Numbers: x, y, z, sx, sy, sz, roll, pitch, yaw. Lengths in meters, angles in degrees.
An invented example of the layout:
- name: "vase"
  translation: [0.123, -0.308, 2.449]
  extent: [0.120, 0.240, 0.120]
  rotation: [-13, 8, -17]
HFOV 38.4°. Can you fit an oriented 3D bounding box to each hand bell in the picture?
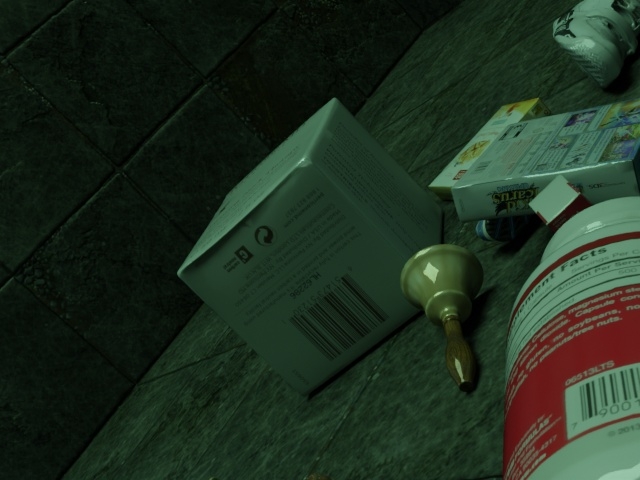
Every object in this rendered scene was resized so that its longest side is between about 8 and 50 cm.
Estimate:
- name: "hand bell"
  translation: [0.184, 0.122, 1.287]
  extent: [0.126, 0.126, 0.242]
  rotation: [-40, 25, 22]

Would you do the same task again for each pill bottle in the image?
- name: "pill bottle"
  translation: [0.254, 0.127, 0.691]
  extent: [0.229, 0.229, 0.407]
  rotation: [-39, 13, 27]

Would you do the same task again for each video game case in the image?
- name: "video game case"
  translation: [0.343, -0.115, 1.280]
  extent: [0.244, 0.061, 0.269]
  rotation: [-9, 21, 33]

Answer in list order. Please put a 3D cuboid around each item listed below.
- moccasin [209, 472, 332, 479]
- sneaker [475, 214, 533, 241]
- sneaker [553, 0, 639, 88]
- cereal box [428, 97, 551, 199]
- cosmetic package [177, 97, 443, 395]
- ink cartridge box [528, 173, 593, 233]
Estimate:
- name: "moccasin"
  translation: [-0.128, 0.407, 1.207]
  extent: [0.380, 0.147, 0.139]
  rotation: [-37, 15, 32]
- name: "sneaker"
  translation: [0.323, -0.076, 1.471]
  extent: [0.211, 0.080, 0.081]
  rotation: [-40, 3, -17]
- name: "sneaker"
  translation: [0.548, -0.415, 1.702]
  extent: [0.210, 0.137, 0.366]
  rotation: [-43, 9, 22]
- name: "cereal box"
  translation: [0.335, -0.179, 1.842]
  extent: [0.240, 0.047, 0.173]
  rotation: [-47, 12, -9]
- name: "cosmetic package"
  translation: [0.000, 0.000, 1.700]
  extent: [0.329, 0.327, 0.393]
  rotation: [-40, 12, 21]
- name: "ink cartridge box"
  translation: [0.326, -0.007, 1.111]
  extent: [0.056, 0.135, 0.099]
  rotation: [-46, 11, 12]
